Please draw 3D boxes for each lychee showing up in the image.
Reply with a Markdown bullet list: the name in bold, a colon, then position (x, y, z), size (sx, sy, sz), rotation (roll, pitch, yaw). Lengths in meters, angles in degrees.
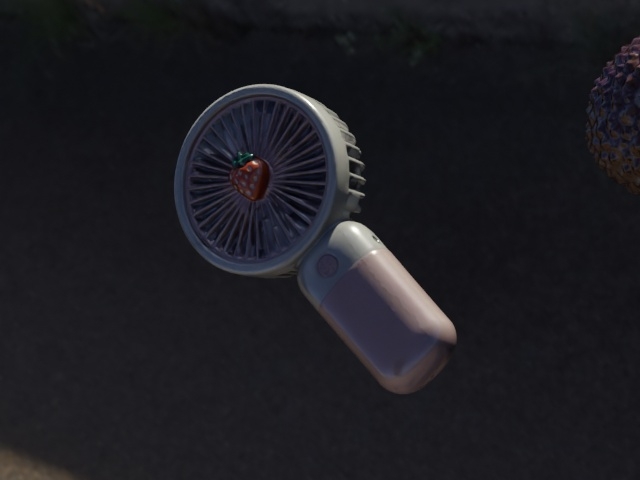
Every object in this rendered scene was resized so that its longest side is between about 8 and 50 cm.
- **lychee**: position (0.344, -0.127, 1.435), size (0.188, 0.188, 0.188), rotation (-25, 38, 21)

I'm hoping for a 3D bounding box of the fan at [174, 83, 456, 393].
- **fan**: position (0.000, 0.000, 1.009), size (0.130, 0.074, 0.244), rotation (-49, 64, 15)
